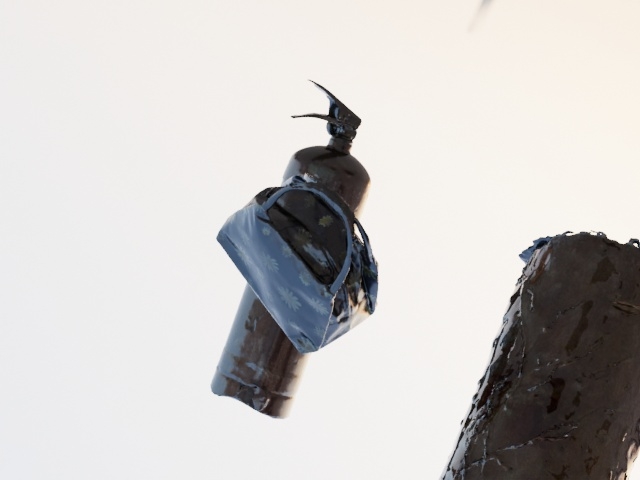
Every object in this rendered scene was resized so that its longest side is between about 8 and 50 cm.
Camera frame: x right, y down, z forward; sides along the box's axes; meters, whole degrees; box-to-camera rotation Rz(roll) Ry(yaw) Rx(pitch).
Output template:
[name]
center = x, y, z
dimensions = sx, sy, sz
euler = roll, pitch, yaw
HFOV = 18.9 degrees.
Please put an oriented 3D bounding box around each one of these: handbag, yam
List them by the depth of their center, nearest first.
[yam]
center = 0.147, 0.138, 1.259
dimensions = 0.131, 0.280, 0.131
euler = 21, 161, 8
[handbag]
center = 0.000, 0.000, 1.300
dimensions = 0.072, 0.139, 0.115
euler = -32, -99, -24

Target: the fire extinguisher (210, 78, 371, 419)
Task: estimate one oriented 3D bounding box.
[fire extinguisher]
center = -0.022, 0.007, 1.551
dimensions = 0.089, 0.268, 0.072
euler = 15, -172, -34
